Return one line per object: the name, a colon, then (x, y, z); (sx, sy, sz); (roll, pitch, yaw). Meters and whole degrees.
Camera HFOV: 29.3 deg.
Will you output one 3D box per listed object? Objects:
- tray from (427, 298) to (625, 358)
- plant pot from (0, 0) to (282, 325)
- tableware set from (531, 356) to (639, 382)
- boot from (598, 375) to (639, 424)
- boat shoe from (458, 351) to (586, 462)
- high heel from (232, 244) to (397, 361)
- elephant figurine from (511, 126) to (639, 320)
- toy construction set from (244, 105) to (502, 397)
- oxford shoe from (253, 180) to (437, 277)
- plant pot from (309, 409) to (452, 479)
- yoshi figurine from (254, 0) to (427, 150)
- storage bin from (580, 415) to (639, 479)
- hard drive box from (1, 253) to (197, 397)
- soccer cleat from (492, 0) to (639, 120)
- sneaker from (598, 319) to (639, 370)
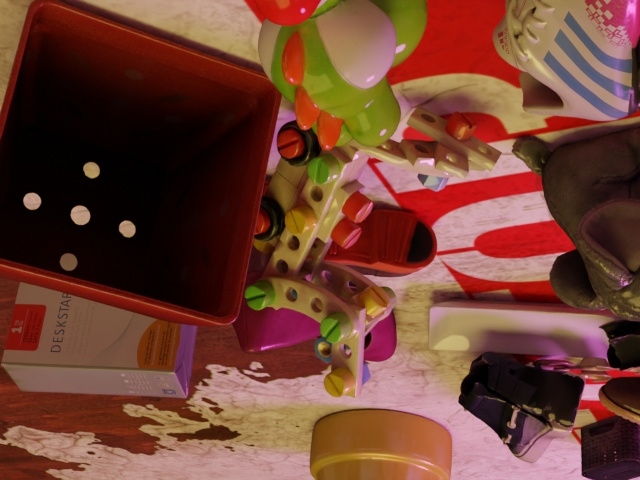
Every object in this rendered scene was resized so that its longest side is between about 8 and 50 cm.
tray: (0.286, 0.119, 1.714); (0.270, 0.030, 0.145); (3, 150, 5)
plant pot: (-0.225, -0.051, 1.279); (0.267, 0.267, 0.235); (17, 161, -20)
tableware set: (0.399, 0.189, 1.793); (0.168, 0.020, 0.141); (12, 166, -30)
boot: (0.503, 0.146, 1.608); (0.248, 0.090, 0.207); (6, 114, 0)
boat shoe: (0.283, 0.242, 1.846); (0.158, 0.127, 0.340); (20, 160, 4)
high heel: (-0.008, 0.132, 1.628); (0.127, 0.181, 0.377); (-13, 146, 31)
elephant figurine: (0.320, 0.010, 1.290); (0.186, 0.239, 0.169); (-14, 146, 32)
toy construction set: (0.036, -0.015, 1.305); (0.328, 0.215, 0.151); (-58, 158, 17)
oxford shoe: (0.000, 0.000, 1.484); (0.271, 0.097, 0.098); (15, 157, -16)
plant pot: (0.102, 0.449, 2.132); (0.254, 0.239, 0.254); (3, 151, 2)
yoshi figurine: (-0.002, -0.246, 1.008); (0.203, 0.203, 0.362); (-33, 135, -12)
storage bin: (0.537, 0.365, 2.062); (0.180, 0.084, 0.122); (22, 147, -27)
hard drive box: (-0.286, 0.108, 1.637); (0.232, 0.181, 0.089); (1, 151, 7)
soccer cleat: (0.213, -0.203, 1.049); (0.143, 0.116, 0.331); (-3, 151, 14)
sneaker: (0.429, 0.149, 1.674); (0.089, 0.051, 0.170); (-23, 147, 0)
